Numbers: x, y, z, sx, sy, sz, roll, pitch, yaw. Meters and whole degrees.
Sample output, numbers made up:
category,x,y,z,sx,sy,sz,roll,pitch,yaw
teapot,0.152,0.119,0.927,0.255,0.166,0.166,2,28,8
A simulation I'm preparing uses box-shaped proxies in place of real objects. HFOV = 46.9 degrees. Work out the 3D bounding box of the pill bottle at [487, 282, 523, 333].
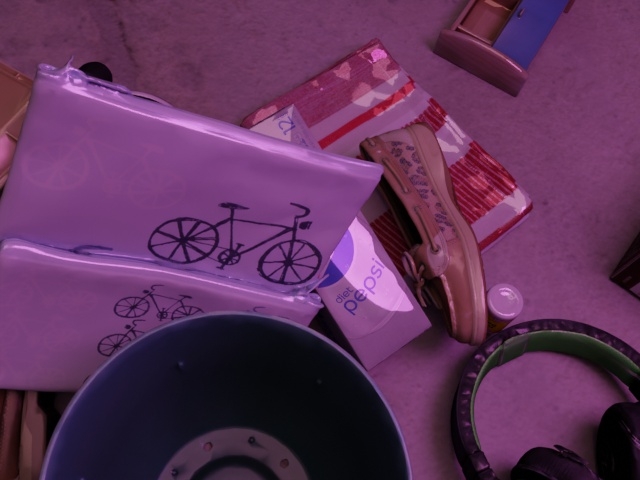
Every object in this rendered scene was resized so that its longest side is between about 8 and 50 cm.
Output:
category,x,y,z,sx,sy,sz,roll,pitch,yaw
pill bottle,0.202,0.083,0.859,0.043,0.083,0.043,2,66,-4

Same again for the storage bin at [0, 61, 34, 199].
category,x,y,z,sx,sy,sz,roll,pitch,yaw
storage bin,-0.462,-0.098,0.852,0.260,0.123,0.262,30,66,7

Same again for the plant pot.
category,x,y,z,sx,sy,sz,roll,pitch,yaw
plant pot,-0.082,0.241,0.677,0.293,0.235,0.293,2,65,-5

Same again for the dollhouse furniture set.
category,x,y,z,sx,sy,sz,roll,pitch,yaw
dollhouse furniture set,0.244,-0.396,0.957,0.286,0.303,0.198,31,66,8

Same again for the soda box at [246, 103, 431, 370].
category,x,y,z,sx,sy,sz,roll,pitch,yaw
soda box,0.000,0.000,0.818,0.091,0.098,0.286,-33,93,-14

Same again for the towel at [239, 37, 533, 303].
category,x,y,z,sx,sy,sz,roll,pitch,yaw
towel,0.086,-0.096,0.954,0.237,0.037,0.329,-36,74,-18

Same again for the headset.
category,x,y,z,sx,sy,sz,roll,pitch,yaw
headset,0.299,0.243,0.743,0.243,0.185,0.394,-22,59,-14

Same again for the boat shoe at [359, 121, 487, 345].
category,x,y,z,sx,sy,sz,roll,pitch,yaw
boat shoe,0.120,-0.006,0.858,0.089,0.104,0.285,-12,61,-4

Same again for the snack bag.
category,x,y,z,sx,sy,sz,roll,pitch,yaw
snack bag,-0.134,0.029,0.672,0.323,0.342,0.037,13,35,-30

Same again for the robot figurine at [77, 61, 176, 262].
category,x,y,z,sx,sy,sz,roll,pitch,yaw
robot figurine,-0.208,-0.061,0.789,0.173,0.209,0.278,20,20,-16

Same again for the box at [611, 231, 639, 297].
category,x,y,z,sx,sy,sz,roll,pitch,yaw
box,0.496,-0.004,0.882,0.168,0.167,0.203,37,68,10

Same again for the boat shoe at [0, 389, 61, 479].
category,x,y,z,sx,sy,sz,roll,pitch,yaw
boat shoe,-0.330,0.128,0.770,0.104,0.111,0.307,-3,66,-8
